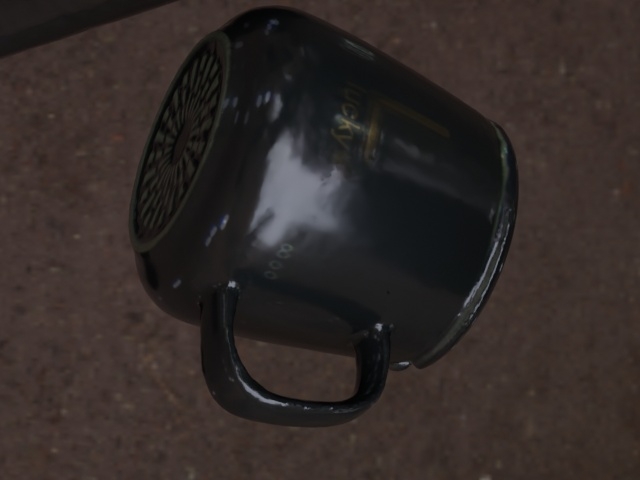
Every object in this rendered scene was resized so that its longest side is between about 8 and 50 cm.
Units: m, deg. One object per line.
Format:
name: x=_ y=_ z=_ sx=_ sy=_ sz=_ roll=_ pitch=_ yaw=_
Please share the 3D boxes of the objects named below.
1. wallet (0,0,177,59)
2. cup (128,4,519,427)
wallet: x=-0.166 y=-0.177 z=0.934 sx=0.062 sy=0.406 sz=0.228 roll=64 pitch=28 yaw=-27
cup: x=0.000 y=0.000 z=0.783 sx=0.176 sy=0.169 sz=0.223 roll=21 pitch=52 yaw=-24
